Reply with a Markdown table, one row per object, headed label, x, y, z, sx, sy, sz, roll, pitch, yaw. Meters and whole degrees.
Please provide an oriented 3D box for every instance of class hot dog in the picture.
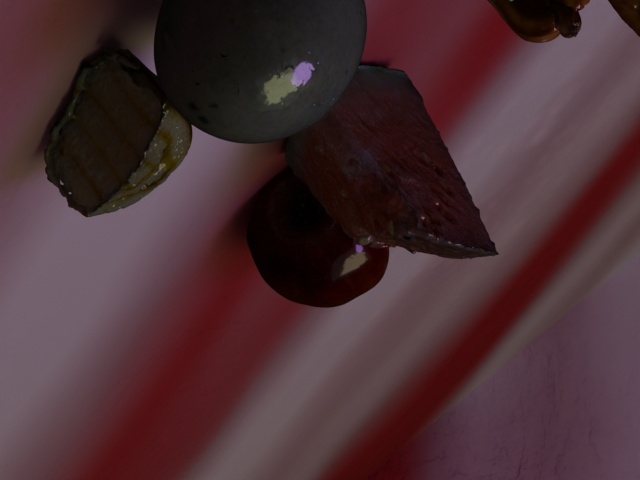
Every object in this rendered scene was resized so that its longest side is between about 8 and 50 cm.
| label | x | y | z | sx | sy | sz | roll | pitch | yaw |
| --- | --- | --- | --- | --- | --- | --- | --- | --- | --- |
| hot dog | 0.196 | -0.261 | 1.759 | 0.092 | 0.236 | 0.062 | -41 | 132 | 13 |

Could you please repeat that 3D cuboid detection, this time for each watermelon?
| label | x | y | z | sx | sy | sz | roll | pitch | yaw |
| --- | --- | --- | --- | --- | --- | --- | --- | --- | --- |
| watermelon | 0.074 | -0.057 | 1.894 | 0.193 | 0.257 | 0.140 | -10 | 143 | -46 |

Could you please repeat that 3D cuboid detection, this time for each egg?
| label | x | y | z | sx | sy | sz | roll | pitch | yaw |
| --- | --- | --- | --- | --- | --- | --- | --- | --- | --- |
| egg | -0.048 | -0.172 | 1.495 | 0.169 | 0.169 | 0.236 | -55 | -173 | 31 |

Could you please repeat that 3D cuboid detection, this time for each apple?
| label | x | y | z | sx | sy | sz | roll | pitch | yaw |
| --- | --- | --- | --- | --- | --- | --- | --- | --- | --- |
| apple | 0.002 | 0.007 | 2.036 | 0.156 | 0.147 | 0.158 | -18 | 150 | 7 |

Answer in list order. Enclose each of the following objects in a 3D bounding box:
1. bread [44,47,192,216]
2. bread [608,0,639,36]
| label | x | y | z | sx | sy | sz | roll | pitch | yaw |
| --- | --- | --- | --- | --- | --- | --- | --- | --- | --- |
| bread | -0.156 | -0.098 | 1.567 | 0.110 | 0.103 | 0.156 | -12 | 151 | -48 |
| bread | 0.442 | -0.345 | 1.833 | 0.398 | 0.398 | 0.215 | -39 | 173 | -12 |
